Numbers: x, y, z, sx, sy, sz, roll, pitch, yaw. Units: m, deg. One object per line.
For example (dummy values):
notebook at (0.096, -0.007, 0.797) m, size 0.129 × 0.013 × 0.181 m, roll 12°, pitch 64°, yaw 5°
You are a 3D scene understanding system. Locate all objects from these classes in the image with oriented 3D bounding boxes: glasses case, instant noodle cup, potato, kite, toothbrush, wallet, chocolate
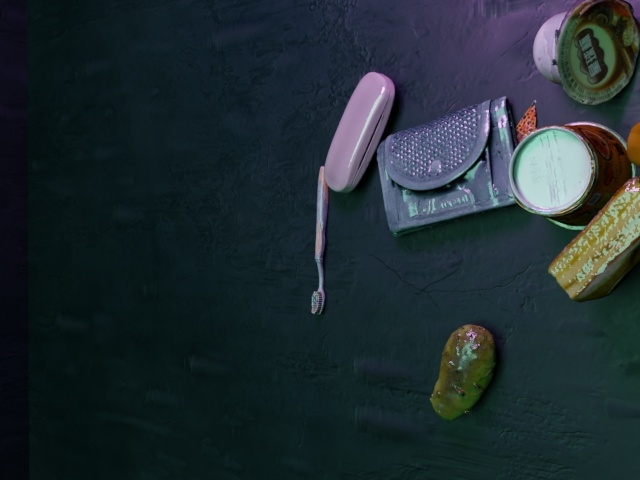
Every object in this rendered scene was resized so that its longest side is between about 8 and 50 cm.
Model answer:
glasses case at (0.090, -0.253, 1.821) m, size 0.113 × 0.075 × 0.296 m, roll 47°, pitch 121°, yaw 50°
instant noodle cup at (0.464, -0.127, 1.452) m, size 0.216 × 0.172 × 0.215 m, roll 1°, pitch 91°, yaw 36°
potato at (0.306, 0.285, 1.648) m, size 0.117 × 0.090 × 0.225 m, roll 29°, pitch 108°, yaw 36°
kite at (0.410, -0.170, 1.609) m, size 0.125 × 0.008 × 0.222 m, roll -13°, pitch 82°, yaw 42°
toothbrush at (0.000, 0.000, 1.938) m, size 0.028 × 0.037 × 0.375 m, roll 2°, pitch 90°, yaw 37°
wallet at (0.269, -0.157, 1.681) m, size 0.342 × 0.075 × 0.237 m, roll -15°, pitch 76°, yaw 41°
chocolate at (0.485, -0.370, 1.452) m, size 0.147 × 0.221 × 0.221 m, roll 42°, pitch 119°, yaw 60°

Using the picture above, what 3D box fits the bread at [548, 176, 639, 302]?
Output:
bread at (0.544, 0.000, 1.384) m, size 0.110 × 0.184 × 0.234 m, roll 48°, pitch 120°, yaw 25°

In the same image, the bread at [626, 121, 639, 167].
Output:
bread at (0.631, -0.147, 1.328) m, size 0.239 × 0.074 × 0.092 m, roll 42°, pitch 117°, yaw 59°
